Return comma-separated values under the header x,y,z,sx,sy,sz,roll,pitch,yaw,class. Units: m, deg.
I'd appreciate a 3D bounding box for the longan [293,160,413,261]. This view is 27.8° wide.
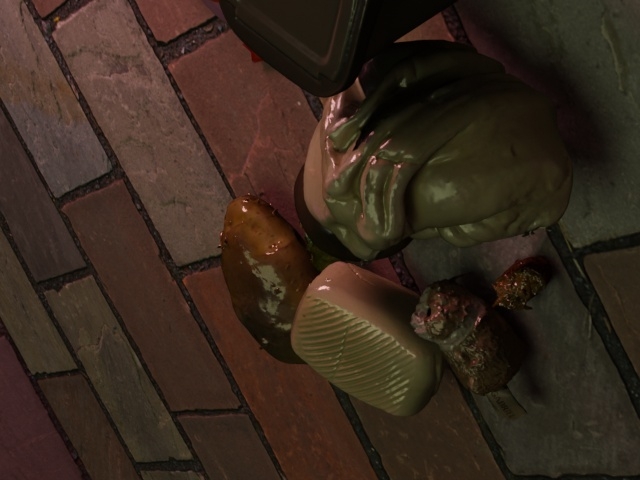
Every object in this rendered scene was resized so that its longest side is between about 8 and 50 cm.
x,y,z,sx,sy,sz,roll,pitch,yaw,class
0.052,-0.054,1.760,0.187,0.167,0.167,16,132,19,longan

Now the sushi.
x,y,z,sx,sy,sz,roll,pitch,yaw,class
0.256,0.058,1.663,0.061,0.060,0.118,42,146,15,sushi

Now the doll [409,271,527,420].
x,y,z,sx,sy,sz,roll,pitch,yaw,class
0.213,0.148,1.745,0.221,0.115,0.105,55,173,2,doll

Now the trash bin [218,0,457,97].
x,y,z,sx,sy,sz,roll,pitch,yaw,class
0.049,-0.322,1.440,0.220,0.250,0.219,42,144,23,trash bin

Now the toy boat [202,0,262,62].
x,y,z,sx,sy,sz,roll,pitch,yaw,class
-0.173,-0.405,1.863,0.219,0.072,0.318,15,138,44,toy boat

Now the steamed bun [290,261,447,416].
x,y,z,sx,sy,sz,roll,pitch,yaw,class
0.085,0.132,1.885,0.239,0.152,0.170,29,132,15,steamed bun

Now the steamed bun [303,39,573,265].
x,y,z,sx,sy,sz,roll,pitch,yaw,class
0.122,-0.117,1.493,0.320,0.275,0.206,-9,123,13,steamed bun

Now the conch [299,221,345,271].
x,y,z,sx,sy,sz,roll,pitch,yaw,class
0.000,0.000,1.945,0.121,0.074,0.089,37,-167,-53,conch

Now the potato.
x,y,z,sx,sy,sz,roll,pitch,yaw,class
-0.070,0.067,2.037,0.192,0.141,0.296,-20,98,57,potato
